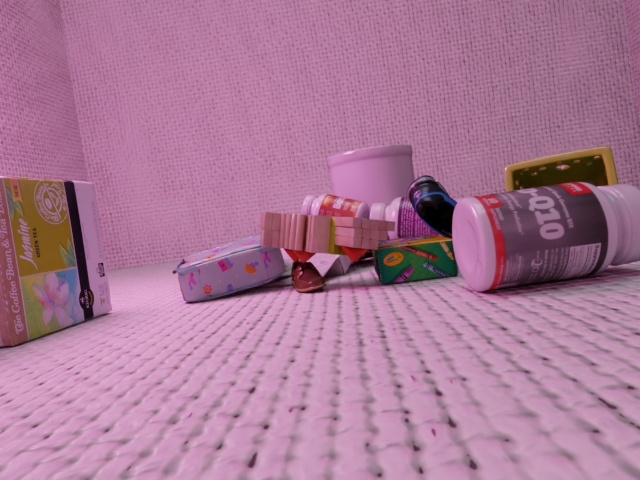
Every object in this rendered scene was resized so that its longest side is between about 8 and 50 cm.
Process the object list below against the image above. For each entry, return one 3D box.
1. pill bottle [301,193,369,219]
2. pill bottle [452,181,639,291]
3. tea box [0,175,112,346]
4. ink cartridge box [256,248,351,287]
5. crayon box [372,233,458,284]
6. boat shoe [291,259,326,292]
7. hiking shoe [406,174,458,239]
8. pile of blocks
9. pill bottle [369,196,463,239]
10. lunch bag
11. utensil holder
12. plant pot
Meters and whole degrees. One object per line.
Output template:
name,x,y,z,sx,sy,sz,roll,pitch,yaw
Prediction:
pill bottle,0.050,-0.095,1.694,0.216,0.121,0.121,14,10,20
pill bottle,0.384,-0.012,0.823,0.283,0.161,0.161,-8,2,-3
tea box,-0.665,0.040,1.071,0.219,0.329,0.323,-7,4,12
ink cartridge box,-0.069,0.078,1.381,0.296,0.066,0.261,-7,28,30
crayon box,0.212,0.038,1.159,0.165,0.081,0.278,-7,2,4
boat shoe,-0.037,0.081,1.140,0.064,0.060,0.178,-15,8,-15
hiking shoe,0.337,-0.030,1.198,0.304,0.113,0.132,31,30,-14
pile of blocks,0.000,0.000,1.123,0.362,0.113,0.149,6,1,39
pill bottle,0.321,-0.060,1.603,0.301,0.169,0.169,3,6,18
lunch bag,-0.242,0.065,1.278,0.279,0.108,0.224,-16,12,-11
utensil holder,0.210,-0.144,1.862,0.327,0.386,0.327,-8,3,0
plant pot,0.586,-0.079,1.168,0.228,0.227,0.207,-7,-4,31
